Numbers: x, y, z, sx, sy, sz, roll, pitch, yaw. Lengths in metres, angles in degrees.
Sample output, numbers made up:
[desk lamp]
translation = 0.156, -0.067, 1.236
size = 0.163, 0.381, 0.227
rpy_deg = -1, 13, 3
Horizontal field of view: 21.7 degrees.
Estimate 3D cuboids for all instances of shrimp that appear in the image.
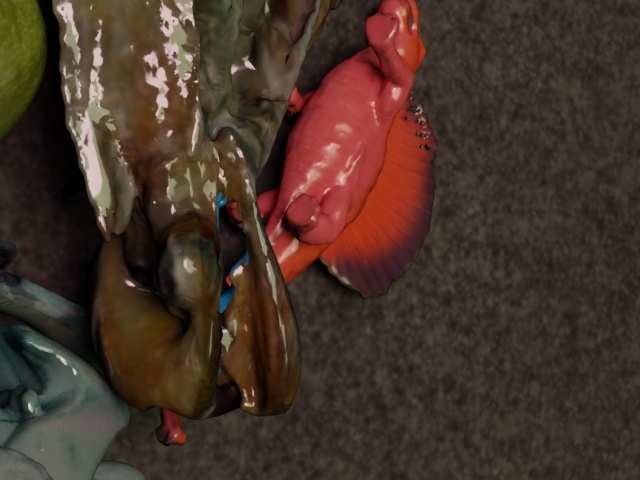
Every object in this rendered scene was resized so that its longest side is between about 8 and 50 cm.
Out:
[shrimp]
translation = -0.051, -0.137, 0.795
size = 0.221, 0.110, 0.446
rpy_deg = 15, 75, -50

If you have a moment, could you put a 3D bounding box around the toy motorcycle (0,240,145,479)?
[toy motorcycle]
translation = -0.175, 0.101, 0.723
size = 0.260, 0.154, 0.206
rpy_deg = -4, 72, -46

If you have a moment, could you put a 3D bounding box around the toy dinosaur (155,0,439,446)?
[toy dinosaur]
translation = 0.005, 0.000, 0.889
size = 0.139, 0.070, 0.286
rpy_deg = 45, 62, -51

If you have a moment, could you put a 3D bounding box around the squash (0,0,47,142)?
[squash]
translation = -0.274, -0.032, 0.661
size = 0.370, 0.118, 0.118
rpy_deg = -26, 105, -29
